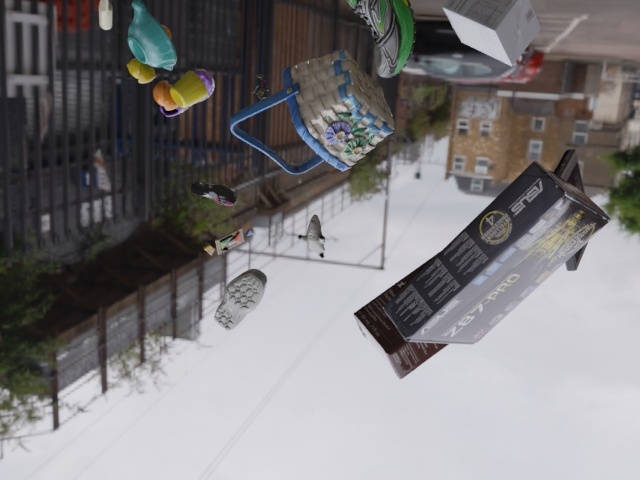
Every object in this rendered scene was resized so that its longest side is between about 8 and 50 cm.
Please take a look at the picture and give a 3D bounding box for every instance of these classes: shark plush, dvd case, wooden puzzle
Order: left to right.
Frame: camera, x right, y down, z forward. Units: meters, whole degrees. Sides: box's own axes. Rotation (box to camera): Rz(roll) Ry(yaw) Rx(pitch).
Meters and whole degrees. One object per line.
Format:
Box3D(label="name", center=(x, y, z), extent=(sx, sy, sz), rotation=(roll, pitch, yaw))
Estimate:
Box3D(label="wooden puzzle", center=(-0.203, 0.003, 1.611), extent=(0.116, 0.014, 0.078), rotation=(-31, 159, -10))
Box3D(label="shark plush", center=(0.000, 0.000, 1.988), extent=(0.073, 0.161, 0.067), rotation=(-6, -127, 24))
Box3D(label="dvd case", center=(0.603, -0.073, 1.730), extent=(0.029, 0.239, 0.179), rotation=(-3, -149, 37))

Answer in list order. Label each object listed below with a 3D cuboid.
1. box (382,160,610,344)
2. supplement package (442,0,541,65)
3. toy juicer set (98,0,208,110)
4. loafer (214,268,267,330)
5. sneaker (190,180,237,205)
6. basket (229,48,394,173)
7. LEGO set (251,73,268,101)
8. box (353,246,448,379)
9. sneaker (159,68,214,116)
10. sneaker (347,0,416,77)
Box3D(label="box", center=(0.348, 0.043, 1.394), extent=(0.318, 0.395, 0.097), rotation=(16, -147, -53))
Box3D(label="supplement package", center=(0.508, -0.659, 2.126), extent=(0.203, 0.149, 0.194), rotation=(39, -178, 35))
Box3D(label="toy juicer set", center=(-0.386, -0.438, 1.604), extent=(0.089, 0.329, 0.209), rotation=(-42, -161, -22))
Box3D(label="loafer", center=(-0.235, 0.167, 2.197), extent=(0.112, 0.319, 0.111), rotation=(42, -130, -1))
Box3D(label="sneaker", center=(-0.391, -0.184, 2.705), extent=(0.178, 0.072, 0.077), rotation=(22, -172, 10))
Box3D(label="basket", center=(-0.014, -0.255, 1.526), extent=(0.289, 0.201, 0.254), rotation=(-22, 151, 28))
Box3D(label="LEGO set", center=(-0.173, -0.435, 2.053), extent=(0.054, 0.083, 0.023), rotation=(4, -160, -41))
Box3D(label="box", center=(0.305, 0.184, 1.979), extent=(0.381, 0.143, 0.191), rotation=(-34, -137, -8))
Box3D(label="sneaker", center=(-0.457, -0.488, 2.430), extent=(0.236, 0.095, 0.104), rotation=(-28, -164, 33))
Box3D(label="sneaker", center=(0.125, -0.539, 1.661), extent=(0.146, 0.344, 0.134), rotation=(-21, -146, -13))
